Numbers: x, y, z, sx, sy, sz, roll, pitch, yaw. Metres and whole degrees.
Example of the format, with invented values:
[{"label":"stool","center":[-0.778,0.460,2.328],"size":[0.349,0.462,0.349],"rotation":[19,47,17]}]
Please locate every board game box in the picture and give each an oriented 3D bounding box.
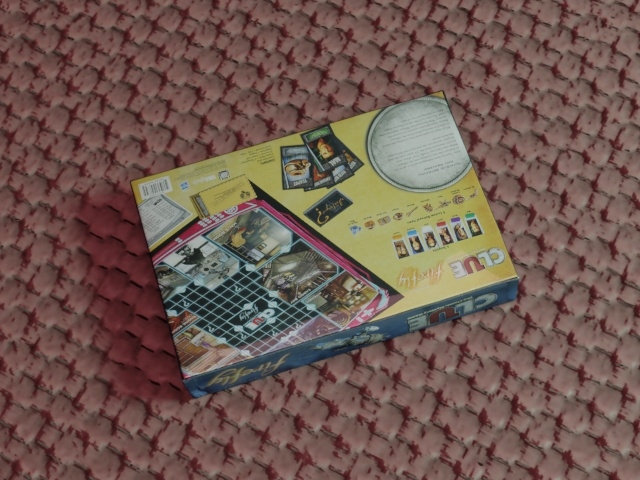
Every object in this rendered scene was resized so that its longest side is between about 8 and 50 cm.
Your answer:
[{"label":"board game box","center":[0.000,0.000,0.927],"size":[0.243,0.042,0.165],"rotation":[-16,64,-4]}]
